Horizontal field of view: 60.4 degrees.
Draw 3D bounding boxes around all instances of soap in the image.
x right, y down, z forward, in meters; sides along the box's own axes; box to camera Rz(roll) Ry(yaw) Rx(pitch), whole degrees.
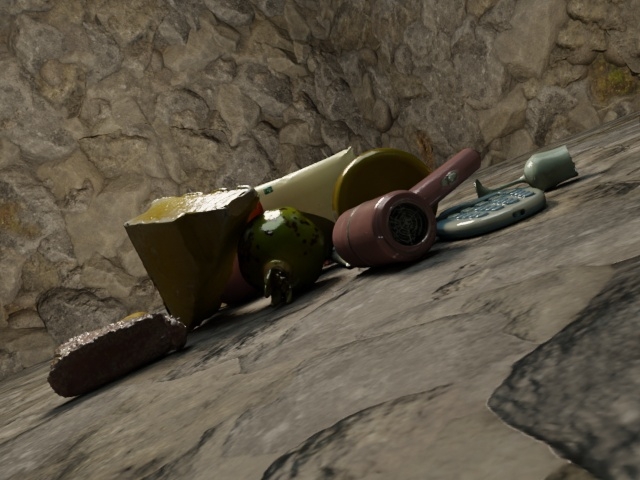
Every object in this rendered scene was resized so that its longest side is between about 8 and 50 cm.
[{"bbox_3d":[-0.236,0.061,1.254,0.304,0.338,0.169,-3,30,31],"label":"soap"}]

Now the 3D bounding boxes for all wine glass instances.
[{"bbox_3d":[0.428,-0.130,1.148,0.195,0.079,0.079,-21,3,28],"label":"wine glass"}]

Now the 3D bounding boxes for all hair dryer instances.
[{"bbox_3d":[0.198,-0.084,1.047,0.352,0.125,0.210,-39,6,-18],"label":"hair dryer"}]

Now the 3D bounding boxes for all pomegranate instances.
[{"bbox_3d":[-0.079,0.048,1.175,0.198,0.246,0.198,-11,-35,-8],"label":"pomegranate"}]

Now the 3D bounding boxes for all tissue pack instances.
[{"bbox_3d":[-0.016,-0.085,1.711,0.380,0.297,0.207,-24,1,0],"label":"tissue pack"}]

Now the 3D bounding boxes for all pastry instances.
[{"bbox_3d":[-0.388,0.208,1.067,0.265,0.103,0.112,-17,19,-9],"label":"pastry"}]

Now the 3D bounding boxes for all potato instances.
[{"bbox_3d":[-0.594,0.275,1.725,0.107,0.080,0.170,-14,7,13],"label":"potato"}]

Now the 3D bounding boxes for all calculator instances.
[{"bbox_3d":[0.306,-0.052,1.040,0.188,0.042,0.303,-24,3,-3],"label":"calculator"}]

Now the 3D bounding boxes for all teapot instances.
[{"bbox_3d":[-0.068,0.021,1.391,0.185,0.175,0.268,5,-11,29],"label":"teapot"}]

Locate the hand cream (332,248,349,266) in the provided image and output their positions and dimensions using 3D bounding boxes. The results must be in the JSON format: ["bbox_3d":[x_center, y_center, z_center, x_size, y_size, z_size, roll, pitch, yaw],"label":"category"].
[{"bbox_3d":[0.066,0.038,1.306,0.067,0.042,0.194,-24,5,-12],"label":"hand cream"}]

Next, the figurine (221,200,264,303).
[{"bbox_3d":[-0.229,0.055,1.495,0.261,0.211,0.269,-27,-35,-32],"label":"figurine"}]

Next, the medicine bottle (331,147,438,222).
[{"bbox_3d":[0.139,-0.093,1.330,0.224,0.224,0.384,-23,2,0],"label":"medicine bottle"}]

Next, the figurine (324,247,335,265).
[{"bbox_3d":[0.000,0.000,1.537,0.075,0.140,0.068,-25,-1,-35],"label":"figurine"}]

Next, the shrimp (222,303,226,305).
[{"bbox_3d":[-0.273,0.158,1.639,0.132,0.051,0.187,-25,7,-41],"label":"shrimp"}]
